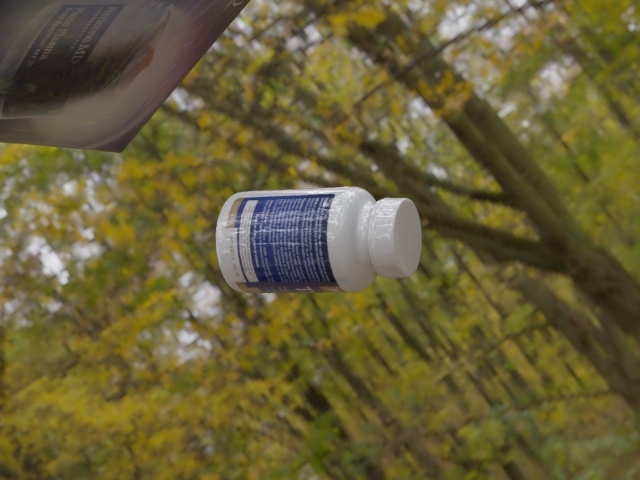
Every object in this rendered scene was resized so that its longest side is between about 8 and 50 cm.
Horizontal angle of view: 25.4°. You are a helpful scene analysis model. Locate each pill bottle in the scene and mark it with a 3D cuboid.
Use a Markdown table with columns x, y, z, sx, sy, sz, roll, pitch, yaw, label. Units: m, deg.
| x | y | z | sx | sy | sz | roll | pitch | yaw | label |
| --- | --- | --- | --- | --- | --- | --- | --- | --- | --- |
| 0.000 | 0.000 | 0.902 | 0.120 | 0.067 | 0.067 | -2 | 3 | 25 | pill bottle |

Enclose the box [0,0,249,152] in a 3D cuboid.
| x | y | z | sx | sy | sz | roll | pitch | yaw | label |
| --- | --- | --- | --- | --- | --- | --- | --- | --- | --- |
| -0.202 | -0.229 | 1.053 | 0.296 | 0.183 | 0.294 | -46 | -24 | 27 | box |
